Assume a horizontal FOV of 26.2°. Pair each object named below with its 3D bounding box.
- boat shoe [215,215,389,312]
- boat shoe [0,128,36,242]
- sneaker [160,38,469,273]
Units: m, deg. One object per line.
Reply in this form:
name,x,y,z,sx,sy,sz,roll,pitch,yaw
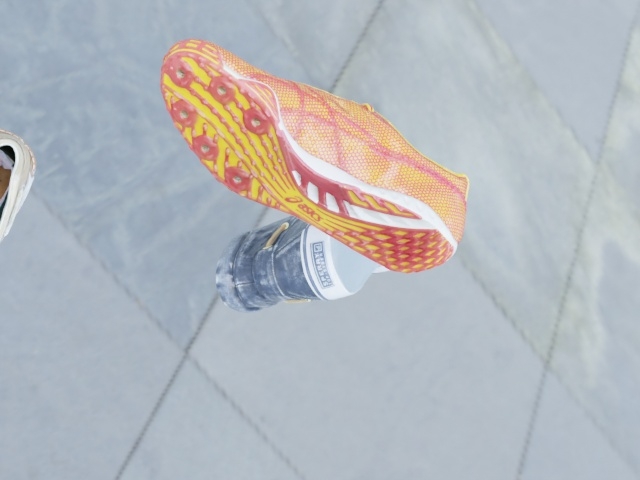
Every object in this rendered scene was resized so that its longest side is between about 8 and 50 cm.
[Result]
boat shoe,0.000,0.000,0.889,0.183,0.083,0.065,-26,104,-67
boat shoe,-0.370,0.023,1.260,0.113,0.103,0.302,32,78,-13
sneaker,-0.004,-0.048,0.695,0.175,0.064,0.067,33,44,-15
